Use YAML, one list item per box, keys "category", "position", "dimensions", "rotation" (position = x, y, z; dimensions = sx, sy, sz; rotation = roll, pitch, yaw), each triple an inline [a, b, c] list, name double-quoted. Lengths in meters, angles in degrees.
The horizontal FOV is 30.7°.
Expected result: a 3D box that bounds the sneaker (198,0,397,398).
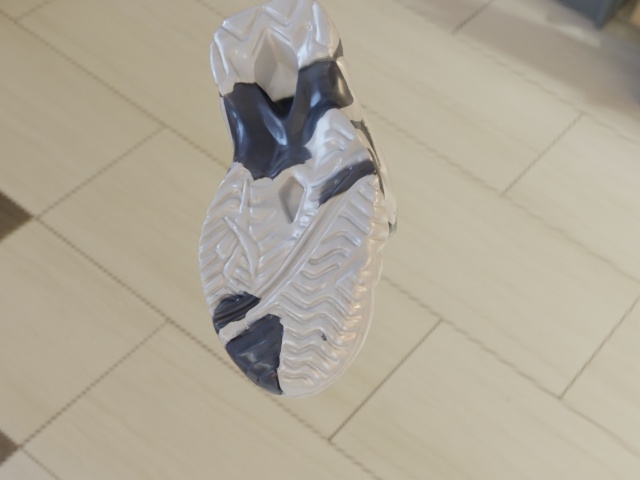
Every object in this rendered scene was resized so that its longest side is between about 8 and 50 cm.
- category: "sneaker"
  position: [0.000, 0.000, 0.622]
  dimensions: [0.094, 0.153, 0.235]
  rotation: [-20, 51, 8]
